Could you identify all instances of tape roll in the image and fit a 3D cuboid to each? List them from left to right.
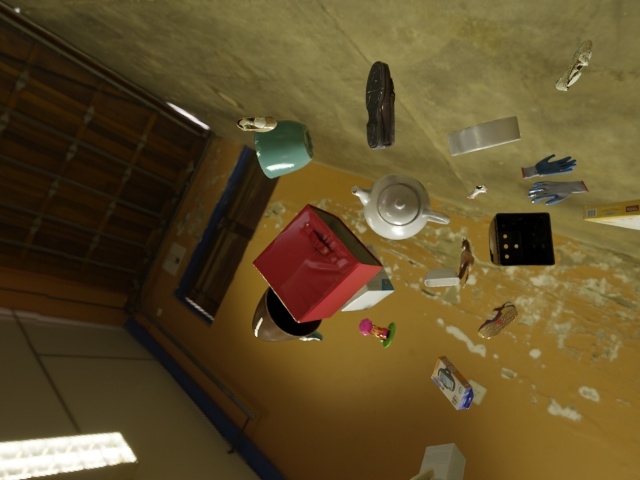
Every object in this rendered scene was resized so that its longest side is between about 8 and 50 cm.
[{"bbox_3d":[0.694,-0.443,1.797,0.287,0.100,0.286,-14,-174,2],"label":"tape roll"}]

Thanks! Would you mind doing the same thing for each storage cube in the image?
[{"bbox_3d":[-0.003,0.056,0.979,0.183,0.193,0.215,49,-166,20],"label":"storage cube"}]

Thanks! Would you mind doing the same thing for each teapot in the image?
[{"bbox_3d":[0.271,-0.118,1.446,0.252,0.256,0.187,64,-177,2],"label":"teapot"}]

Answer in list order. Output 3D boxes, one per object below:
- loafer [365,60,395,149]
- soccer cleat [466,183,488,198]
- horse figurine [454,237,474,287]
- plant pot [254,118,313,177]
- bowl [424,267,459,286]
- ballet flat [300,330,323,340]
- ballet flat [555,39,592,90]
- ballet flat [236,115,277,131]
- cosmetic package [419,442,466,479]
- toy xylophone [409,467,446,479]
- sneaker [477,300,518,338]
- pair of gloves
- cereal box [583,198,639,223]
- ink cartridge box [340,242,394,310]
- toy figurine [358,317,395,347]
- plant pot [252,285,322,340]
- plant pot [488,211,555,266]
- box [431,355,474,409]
[{"bbox_3d":[0.226,-0.485,1.526,0.095,0.302,0.109,-8,-163,-28],"label":"loafer"},{"bbox_3d":[0.568,-0.180,1.535,0.035,0.029,0.083,45,138,-20],"label":"soccer cleat"},{"bbox_3d":[0.664,0.109,1.940,0.066,0.174,0.263,16,-159,15],"label":"horse figurine"},{"bbox_3d":[-0.170,-0.483,2.147,0.236,0.292,0.293,-9,171,14],"label":"plant pot"},{"bbox_3d":[0.515,0.156,1.794,0.142,0.053,0.142,-8,159,15],"label":"bowl"},{"bbox_3d":[-0.085,0.376,1.782,0.203,0.074,0.074,37,179,-6],"label":"ballet flat"},{"bbox_3d":[0.856,-0.576,1.399,0.057,0.168,0.052,11,-150,-30],"label":"ballet flat"},{"bbox_3d":[-0.296,-0.530,1.911,0.207,0.072,0.067,2,-177,29],"label":"ballet flat"},{"bbox_3d":[0.389,0.784,1.372,0.085,0.117,0.231,55,-143,-8],"label":"cosmetic package"},{"bbox_3d":[0.314,0.615,0.877,0.323,0.081,0.236,8,-175,37],"label":"toy xylophone"},{"bbox_3d":[0.717,0.323,1.715,0.070,0.185,0.084,42,-157,-8],"label":"sneaker"},{"bbox_3d":[0.707,-0.188,1.284,0.160,0.198,0.023,-10,139,17],"label":"pair of gloves"},{"bbox_3d":[0.905,-0.069,1.184,0.241,0.047,0.173,7,175,-19],"label":"cereal box"},{"bbox_3d":[0.176,0.169,2.008,0.198,0.197,0.269,5,-128,-42],"label":"ink cartridge box"},{"bbox_3d":[0.265,0.440,2.091,0.159,0.130,0.173,22,169,-5],"label":"toy figurine"},{"bbox_3d":[-0.141,0.265,1.464,0.216,0.215,0.230,25,140,-21],"label":"plant pot"},{"bbox_3d":[0.705,0.010,1.524,0.188,0.187,0.167,-1,169,2],"label":"plant pot"},{"bbox_3d":[0.359,0.391,1.144,0.028,0.081,0.136,-3,-151,-21],"label":"box"}]
